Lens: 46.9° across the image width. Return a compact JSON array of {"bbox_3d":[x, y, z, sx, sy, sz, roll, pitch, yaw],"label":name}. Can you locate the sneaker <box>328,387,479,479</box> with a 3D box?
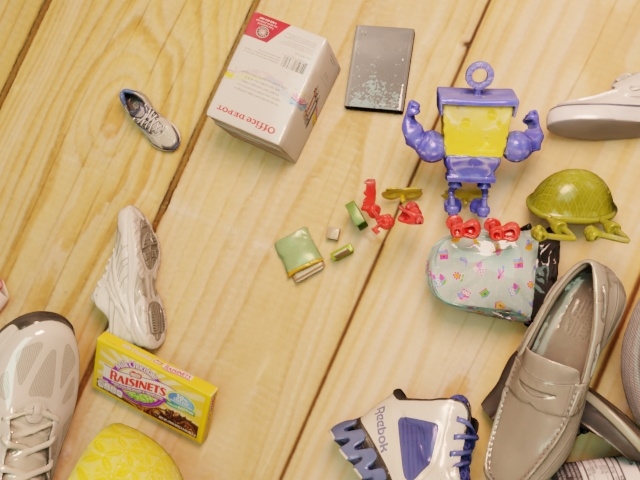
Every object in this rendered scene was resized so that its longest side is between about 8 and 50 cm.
[{"bbox_3d":[0.165,0.310,0.991,0.182,0.127,0.315,-43,54,-3],"label":"sneaker"}]

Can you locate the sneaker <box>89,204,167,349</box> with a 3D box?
[{"bbox_3d":[-0.316,0.060,1.168,0.115,0.090,0.232,-8,80,13],"label":"sneaker"}]

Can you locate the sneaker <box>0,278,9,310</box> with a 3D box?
[{"bbox_3d":[-0.575,0.070,1.236,0.070,0.051,0.134,-45,80,1],"label":"sneaker"}]

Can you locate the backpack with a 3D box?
[{"bbox_3d":[0.242,0.041,1.047,0.181,0.115,0.152,5,86,14],"label":"backpack"}]

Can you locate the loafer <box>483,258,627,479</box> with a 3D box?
[{"bbox_3d":[0.287,0.171,0.938,0.112,0.111,0.320,17,78,40],"label":"loafer"}]

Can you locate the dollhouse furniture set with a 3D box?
[{"bbox_3d":[0.000,0.000,1.128,0.151,0.058,0.076,-29,77,6],"label":"dollhouse furniture set"}]

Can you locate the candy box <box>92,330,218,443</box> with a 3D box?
[{"bbox_3d":[-0.258,0.226,1.138,0.205,0.027,0.105,23,118,13],"label":"candy box"}]

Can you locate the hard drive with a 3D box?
[{"bbox_3d":[0.093,-0.270,1.165,0.094,0.022,0.135,7,84,12],"label":"hard drive"}]

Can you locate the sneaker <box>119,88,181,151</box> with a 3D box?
[{"bbox_3d":[-0.285,-0.198,1.211,0.135,0.058,0.052,44,92,13],"label":"sneaker"}]

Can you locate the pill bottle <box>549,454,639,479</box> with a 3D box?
[{"bbox_3d":[0.375,0.353,0.968,0.245,0.130,0.131,-11,80,10],"label":"pill bottle"}]

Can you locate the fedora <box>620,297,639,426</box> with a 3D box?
[{"bbox_3d":[0.517,0.157,0.971,0.243,0.124,0.276,2,88,13],"label":"fedora"}]

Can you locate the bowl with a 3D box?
[{"bbox_3d":[-0.251,0.411,1.009,0.155,0.289,0.290,13,85,6],"label":"bowl"}]

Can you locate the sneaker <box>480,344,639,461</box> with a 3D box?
[{"bbox_3d":[0.331,0.249,1.004,0.222,0.083,0.118,39,99,40],"label":"sneaker"}]

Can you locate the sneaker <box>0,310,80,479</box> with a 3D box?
[{"bbox_3d":[-0.406,0.342,1.054,0.257,0.169,0.448,21,96,47],"label":"sneaker"}]

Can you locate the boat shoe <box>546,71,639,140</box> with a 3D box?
[{"bbox_3d":[0.452,-0.198,1.059,0.258,0.095,0.084,-2,78,0],"label":"boat shoe"}]

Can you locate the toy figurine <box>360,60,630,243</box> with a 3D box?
[{"bbox_3d":[0.237,-0.129,0.995,0.362,0.191,0.217,2,109,6],"label":"toy figurine"}]

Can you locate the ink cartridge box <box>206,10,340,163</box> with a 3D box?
[{"bbox_3d":[-0.069,-0.230,1.137,0.128,0.127,0.176,25,87,13],"label":"ink cartridge box"}]
